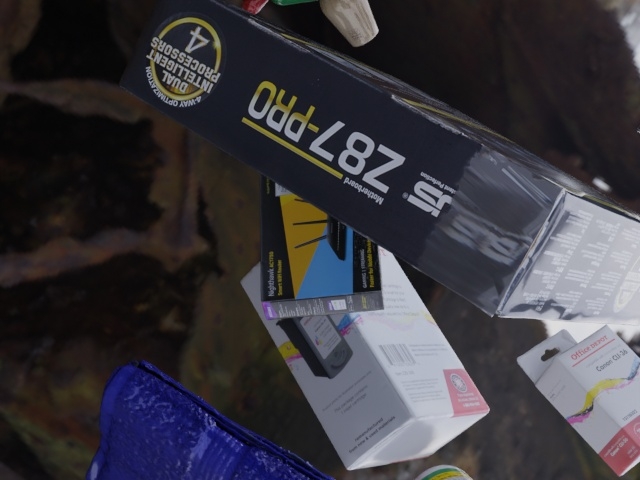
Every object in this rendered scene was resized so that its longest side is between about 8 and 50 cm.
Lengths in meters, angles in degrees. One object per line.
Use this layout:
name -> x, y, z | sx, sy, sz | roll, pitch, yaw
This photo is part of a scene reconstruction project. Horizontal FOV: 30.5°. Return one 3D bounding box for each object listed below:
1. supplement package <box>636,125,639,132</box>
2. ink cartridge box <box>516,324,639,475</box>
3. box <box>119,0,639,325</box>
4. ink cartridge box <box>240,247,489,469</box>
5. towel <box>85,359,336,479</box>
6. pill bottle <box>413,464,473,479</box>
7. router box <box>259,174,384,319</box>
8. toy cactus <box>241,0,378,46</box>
supplement package -> 0.506, -0.135, 1.315 | 0.194, 0.203, 0.149 | -54, -179, 11
ink cartridge box -> 0.361, 0.188, 1.507 | 0.115, 0.198, 0.067 | -25, 153, -37
box -> 0.087, -0.054, 0.890 | 0.395, 0.318, 0.097 | 9, 110, -63
ink cartridge box -> 0.062, 0.143, 1.587 | 0.131, 0.306, 0.226 | -44, 154, 24
towel -> -0.090, 0.256, 1.185 | 0.076, 0.308, 0.227 | -51, 170, -39
pill bottle -> 0.202, 0.398, 1.560 | 0.117, 0.117, 0.208 | -57, -147, 4
router box -> 0.000, 0.000, 1.318 | 0.046, 0.133, 0.179 | 79, 6, -54
toy cactus -> 0.006, -0.283, 1.230 | 0.219, 0.180, 0.112 | -27, -152, 16
